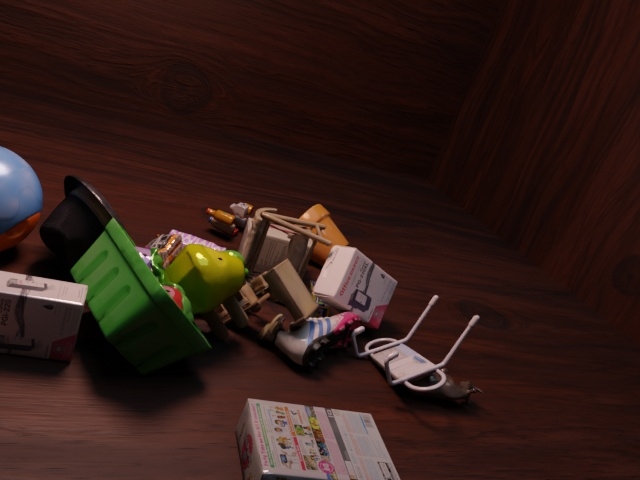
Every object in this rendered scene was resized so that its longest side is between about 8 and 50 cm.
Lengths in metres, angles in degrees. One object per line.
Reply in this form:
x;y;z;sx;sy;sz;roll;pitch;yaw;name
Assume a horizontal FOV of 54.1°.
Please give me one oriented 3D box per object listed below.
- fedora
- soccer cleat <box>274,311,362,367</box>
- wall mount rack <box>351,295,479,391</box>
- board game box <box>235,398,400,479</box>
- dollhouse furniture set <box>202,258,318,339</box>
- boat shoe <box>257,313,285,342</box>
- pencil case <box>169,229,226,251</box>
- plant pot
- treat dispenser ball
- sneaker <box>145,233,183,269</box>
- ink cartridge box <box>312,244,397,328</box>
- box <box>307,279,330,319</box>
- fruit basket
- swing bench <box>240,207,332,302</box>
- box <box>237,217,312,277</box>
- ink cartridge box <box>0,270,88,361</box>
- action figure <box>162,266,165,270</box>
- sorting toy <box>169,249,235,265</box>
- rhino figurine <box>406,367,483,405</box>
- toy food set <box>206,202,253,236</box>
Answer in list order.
-0.648;-0.011;1.688;0.334;0.334;0.152;32;55;29;fedora
-0.002;0.256;1.791;0.143;0.116;0.331;26;20;25;soccer cleat
0.270;0.285;1.778;0.304;0.131;0.350;-17;18;-20;wall mount rack
-0.009;0.453;1.308;0.303;0.098;0.224;14;20;-20;board game box
-0.156;0.186;1.727;0.161;0.242;0.212;58;25;-2;dollhouse furniture set
-0.130;0.254;1.773;0.049;0.056;0.152;37;23;6;boat shoe
-0.405;0.029;2.020;0.206;0.086;0.088;18;-14;-4;pencil case
0.000;0.000;2.360;0.188;0.205;0.205;42;25;12;plant pot
-0.880;-0.109;1.631;0.288;0.288;0.288;18;20;-7;treat dispenser ball
-0.498;0.047;1.886;0.083;0.084;0.215;11;31;14;sneaker
0.111;0.146;1.950;0.100;0.172;0.237;6;-24;48;ink cartridge box
-0.009;0.196;2.015;0.054;0.059;0.169;15;21;-12;box
-0.362;0.099;1.523;0.391;0.283;0.392;-12;45;13;fruit basket
-0.132;0.051;1.971;0.254;0.253;0.165;18;18;-15;swing bench
-0.158;0.034;2.159;0.232;0.149;0.127;16;20;-14;box
-0.635;0.163;1.357;0.217;0.159;0.092;13;22;-19;ink cartridge box
-0.400;0.131;1.748;0.232;0.137;0.063;32;46;3;action figure
-0.362;0.094;1.889;0.208;0.038;0.193;-9;22;3;sorting toy
0.347;0.412;1.776;0.243;0.073;0.106;13;17;-8;rhino figurine
-0.344;-0.090;2.349;0.104;0.111;0.232;23;23;7;toy food set
